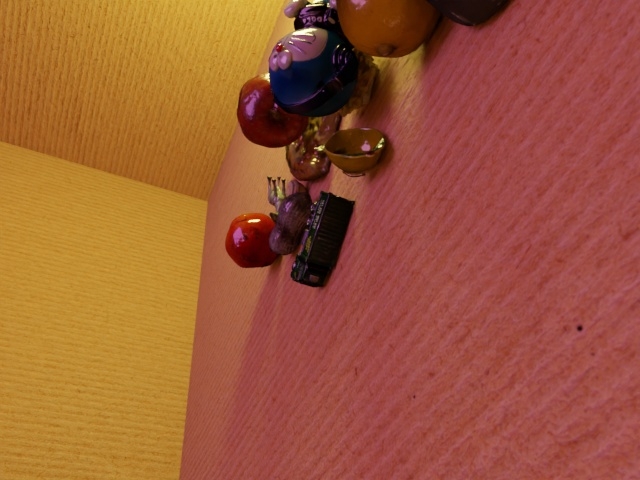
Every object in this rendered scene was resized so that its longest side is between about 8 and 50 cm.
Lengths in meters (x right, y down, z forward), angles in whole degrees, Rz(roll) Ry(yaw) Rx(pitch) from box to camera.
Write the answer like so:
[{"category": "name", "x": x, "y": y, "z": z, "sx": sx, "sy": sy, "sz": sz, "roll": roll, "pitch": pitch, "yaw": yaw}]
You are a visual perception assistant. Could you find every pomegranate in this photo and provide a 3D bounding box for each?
[{"category": "pomegranate", "x": -0.246, "y": -0.002, "z": 1.887, "sx": 0.235, "sy": 0.210, "sz": 0.210, "roll": -145, "pitch": 72, "yaw": -69}]

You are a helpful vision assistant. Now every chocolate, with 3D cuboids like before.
[{"category": "chocolate", "x": -0.098, "y": -0.050, "z": 1.678, "sx": 0.110, "sy": 0.110, "sz": 0.248, "roll": -103, "pitch": 29, "yaw": -53}]

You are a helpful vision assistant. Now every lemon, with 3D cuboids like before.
[{"category": "lemon", "x": 0.156, "y": -0.560, "z": 1.176, "sx": 0.260, "sy": 0.260, "sz": 0.284, "roll": -48, "pitch": 25, "yaw": 51}]

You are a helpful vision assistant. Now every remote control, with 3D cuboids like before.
[{"category": "remote control", "x": 0.127, "y": -0.442, "z": 1.478, "sx": 0.074, "sy": 0.032, "sz": 0.122, "roll": -179, "pitch": 104, "yaw": -70}]

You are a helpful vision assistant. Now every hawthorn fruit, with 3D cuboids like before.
[{"category": "hawthorn fruit", "x": -0.153, "y": -0.417, "z": 1.695, "sx": 0.261, "sy": 0.258, "sz": 0.258, "roll": 41, "pitch": 116, "yaw": 38}]

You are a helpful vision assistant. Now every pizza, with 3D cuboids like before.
[{"category": "pizza", "x": -0.029, "y": -0.343, "z": 1.755, "sx": 0.435, "sy": 0.080, "sz": 0.392, "roll": 128, "pitch": 151, "yaw": -50}]

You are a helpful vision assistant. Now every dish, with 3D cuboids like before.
[{"category": "dish", "x": 0.091, "y": -0.213, "z": 1.291, "sx": 0.208, "sy": 0.148, "sz": 0.080, "roll": -124, "pitch": 15, "yaw": -56}]

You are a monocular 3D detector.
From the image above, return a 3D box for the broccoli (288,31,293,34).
[{"category": "broccoli", "x": -0.072, "y": -0.639, "z": 1.895, "sx": 0.261, "sy": 0.241, "sz": 0.269, "roll": 48, "pitch": 145, "yaw": 43}]

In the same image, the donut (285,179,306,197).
[{"category": "donut", "x": -0.089, "y": -0.127, "z": 1.768, "sx": 0.108, "sy": 0.065, "sz": 0.166, "roll": 2, "pitch": 76, "yaw": 69}]

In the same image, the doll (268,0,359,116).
[{"category": "doll", "x": -0.012, "y": -0.471, "z": 1.362, "sx": 0.284, "sy": 0.240, "sz": 0.310, "roll": -2, "pitch": 60, "yaw": 41}]

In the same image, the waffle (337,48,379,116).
[{"category": "waffle", "x": 0.097, "y": -0.484, "z": 1.467, "sx": 0.291, "sy": 0.051, "sz": 0.291, "roll": -166, "pitch": 90, "yaw": -70}]

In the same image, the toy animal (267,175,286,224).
[{"category": "toy animal", "x": -0.170, "y": -0.155, "z": 2.004, "sx": 0.217, "sy": 0.073, "sz": 0.176, "roll": -129, "pitch": 43, "yaw": -71}]

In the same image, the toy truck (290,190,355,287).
[{"category": "toy truck", "x": 0.000, "y": 0.000, "z": 1.405, "sx": 0.259, "sy": 0.088, "sz": 0.121, "roll": -72, "pitch": 20, "yaw": 3}]

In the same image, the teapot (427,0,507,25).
[{"category": "teapot", "x": 0.233, "y": -0.584, "z": 0.933, "sx": 0.223, "sy": 0.285, "sz": 0.305, "roll": -112, "pitch": 41, "yaw": -59}]
